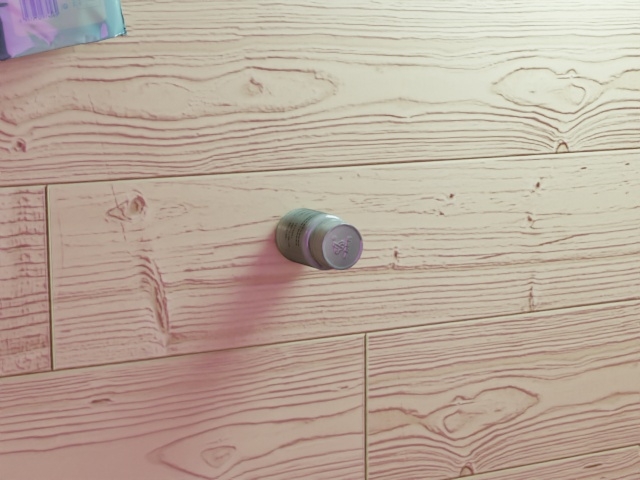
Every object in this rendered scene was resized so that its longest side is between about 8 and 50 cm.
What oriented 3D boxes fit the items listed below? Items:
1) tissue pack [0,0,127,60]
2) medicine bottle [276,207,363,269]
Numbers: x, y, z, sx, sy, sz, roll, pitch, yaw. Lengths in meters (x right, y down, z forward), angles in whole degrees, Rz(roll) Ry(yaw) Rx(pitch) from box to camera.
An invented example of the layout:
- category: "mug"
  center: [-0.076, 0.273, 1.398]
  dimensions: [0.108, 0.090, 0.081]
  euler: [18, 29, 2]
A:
- category: "tissue pack"
  center: [-0.355, -0.368, 1.834]
  dimensions: [0.177, 0.089, 0.263]
  euler: [-16, 102, -27]
- category: "medicine bottle"
  center: [0.000, 0.000, 2.057]
  dimensions: [0.080, 0.130, 0.080]
  euler: [-5, 99, -29]
